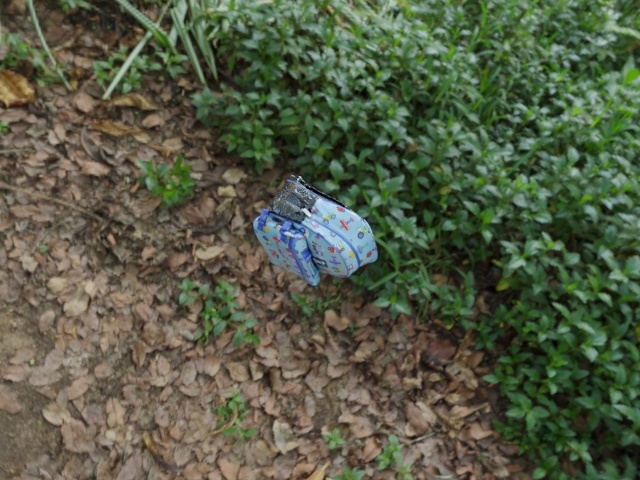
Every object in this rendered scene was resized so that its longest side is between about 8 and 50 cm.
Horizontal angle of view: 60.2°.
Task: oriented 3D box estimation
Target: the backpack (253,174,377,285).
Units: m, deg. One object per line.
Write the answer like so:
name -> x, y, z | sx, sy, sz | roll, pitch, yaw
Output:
backpack -> 0.000, 0.000, 0.892 | 0.173, 0.158, 0.117 | 27, 65, 27
